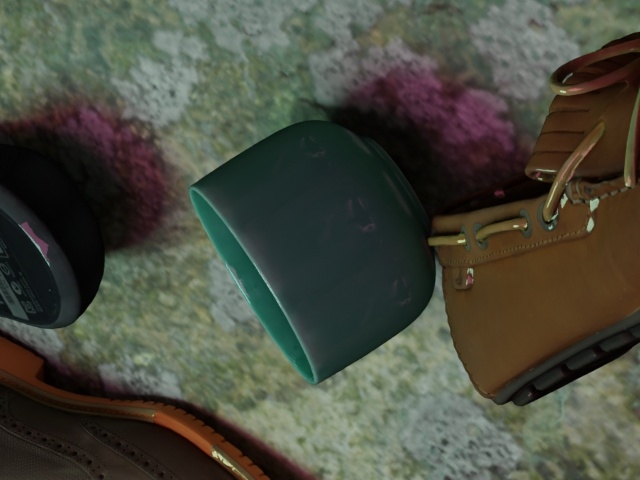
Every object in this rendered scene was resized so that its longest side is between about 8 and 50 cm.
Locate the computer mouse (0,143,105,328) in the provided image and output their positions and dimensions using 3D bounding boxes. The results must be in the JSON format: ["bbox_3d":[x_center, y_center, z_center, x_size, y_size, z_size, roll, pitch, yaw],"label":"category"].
[{"bbox_3d":[-0.221,-0.018,1.300,0.272,0.072,0.188,9,130,50],"label":"computer mouse"}]

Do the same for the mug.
[{"bbox_3d":[-0.002,-0.005,1.095,0.129,0.097,0.158,63,171,-30],"label":"mug"}]

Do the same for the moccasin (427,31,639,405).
[{"bbox_3d":[0.156,-0.040,0.904,0.147,0.139,0.380,62,158,7],"label":"moccasin"}]

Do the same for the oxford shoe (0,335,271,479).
[{"bbox_3d":[-0.170,0.178,1.357,0.364,0.133,0.130,19,132,27],"label":"oxford shoe"}]
